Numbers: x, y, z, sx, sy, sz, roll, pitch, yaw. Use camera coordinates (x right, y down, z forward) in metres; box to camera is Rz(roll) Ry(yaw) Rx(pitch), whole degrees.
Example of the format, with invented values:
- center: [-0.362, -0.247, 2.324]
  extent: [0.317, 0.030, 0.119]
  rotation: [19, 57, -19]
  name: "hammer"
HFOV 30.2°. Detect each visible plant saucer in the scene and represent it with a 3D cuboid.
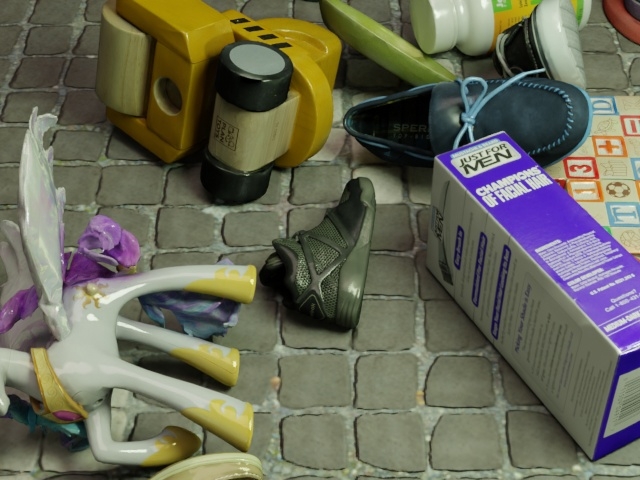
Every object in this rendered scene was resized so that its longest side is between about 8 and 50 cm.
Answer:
- center: [0.092, -0.272, 1.678]
  extent: [0.241, 0.037, 0.241]
  rotation: [30, 14, -8]
  name: "plant saucer"

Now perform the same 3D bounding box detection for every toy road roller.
- center: [-0.122, -0.222, 1.606]
  extent: [0.329, 0.203, 0.240]
  rotation: [33, 41, 23]
  name: "toy road roller"

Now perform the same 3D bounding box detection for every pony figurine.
- center: [-0.257, 0.080, 1.274]
  extent: [0.363, 0.303, 0.351]
  rotation: [9, 52, -12]
  name: "pony figurine"

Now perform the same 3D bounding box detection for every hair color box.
- center: [0.252, 0.053, 1.323]
  extent: [0.110, 0.185, 0.339]
  rotation: [-22, 49, -21]
  name: "hair color box"

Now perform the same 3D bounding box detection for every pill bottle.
- center: [0.265, -0.352, 1.767]
  extent: [0.245, 0.136, 0.136]
  rotation: [-14, 46, -13]
  name: "pill bottle"

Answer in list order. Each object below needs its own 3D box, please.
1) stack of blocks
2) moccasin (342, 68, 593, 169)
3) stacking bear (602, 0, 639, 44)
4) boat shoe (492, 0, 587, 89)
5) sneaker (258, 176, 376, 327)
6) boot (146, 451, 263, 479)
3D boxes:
- center: [0.345, -0.060, 1.505]
  extent: [0.171, 0.087, 0.297]
  rotation: [0, 45, 1]
  name: "stack of blocks"
- center: [0.171, -0.135, 1.485]
  extent: [0.342, 0.138, 0.116]
  rotation: [-6, -9, 44]
  name: "moccasin"
- center: [0.531, -0.442, 1.748]
  extent: [0.175, 0.289, 0.164]
  rotation: [3, 45, 3]
  name: "stacking bear"
- center: [0.292, -0.243, 1.595]
  extent: [0.119, 0.335, 0.121]
  rotation: [-9, 86, 14]
  name: "boat shoe"
- center: [0.000, 0.000, 1.448]
  extent: [0.130, 0.087, 0.228]
  rotation: [11, 51, 3]
  name: "sneaker"
- center: [-0.138, 0.304, 1.149]
  extent: [0.213, 0.077, 0.165]
  rotation: [-18, 46, -10]
  name: "boot"
